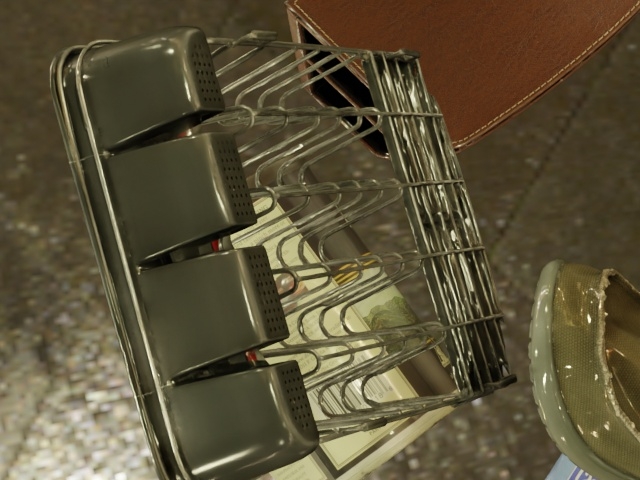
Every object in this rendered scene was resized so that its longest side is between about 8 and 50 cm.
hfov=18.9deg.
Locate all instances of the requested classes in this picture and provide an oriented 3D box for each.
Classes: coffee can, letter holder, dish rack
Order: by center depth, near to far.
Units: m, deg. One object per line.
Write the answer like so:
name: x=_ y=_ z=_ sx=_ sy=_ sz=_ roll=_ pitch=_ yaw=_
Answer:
dish rack: x=0.000 y=0.000 z=0.910 sx=0.074 sy=0.271 sz=0.208 roll=-17 pitch=85 yaw=28
letter holder: x=0.156 y=-0.196 z=1.685 sx=0.302 sy=0.152 sz=0.214 roll=-41 pitch=69 yaw=-12
coffee can: x=-0.019 y=0.088 z=1.779 sx=0.201 sy=0.201 sz=0.275 roll=-39 pitch=85 yaw=36

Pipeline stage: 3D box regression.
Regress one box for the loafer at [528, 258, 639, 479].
loafer: x=0.187 y=0.087 z=0.945 sx=0.087 sy=0.251 sz=0.094 roll=-16 pitch=47 yaw=34

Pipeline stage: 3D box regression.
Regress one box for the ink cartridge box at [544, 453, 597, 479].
ink cartridge box: x=0.288 y=0.155 z=1.109 sx=0.395 sy=0.151 sz=0.270 roll=-62 pitch=38 yaw=28
